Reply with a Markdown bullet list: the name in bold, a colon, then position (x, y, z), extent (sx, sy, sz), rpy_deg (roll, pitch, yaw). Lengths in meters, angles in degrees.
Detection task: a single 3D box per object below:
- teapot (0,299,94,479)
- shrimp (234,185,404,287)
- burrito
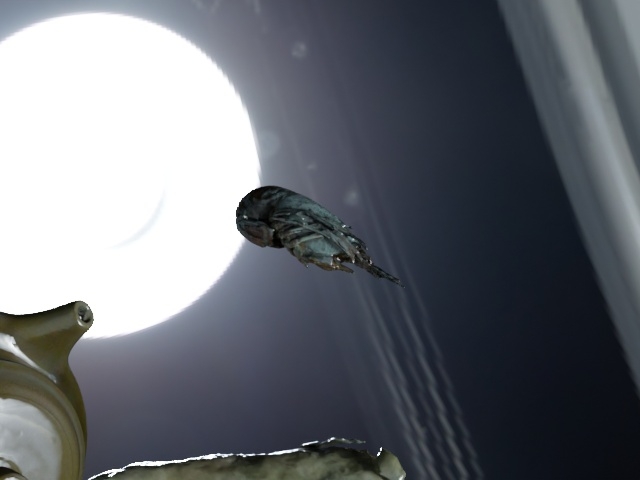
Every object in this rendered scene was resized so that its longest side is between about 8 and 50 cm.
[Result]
- **teapot**: position (-0.232, 0.140, 0.848), extent (0.175, 0.185, 0.268), rpy_deg (15, -113, 53)
- **shrimp**: position (0.000, 0.000, 1.635), extent (0.233, 0.090, 0.079), rpy_deg (27, -106, 23)
- **burrito**: position (-0.110, 0.252, 1.303), extent (0.175, 0.348, 0.107), rpy_deg (138, -57, -67)
